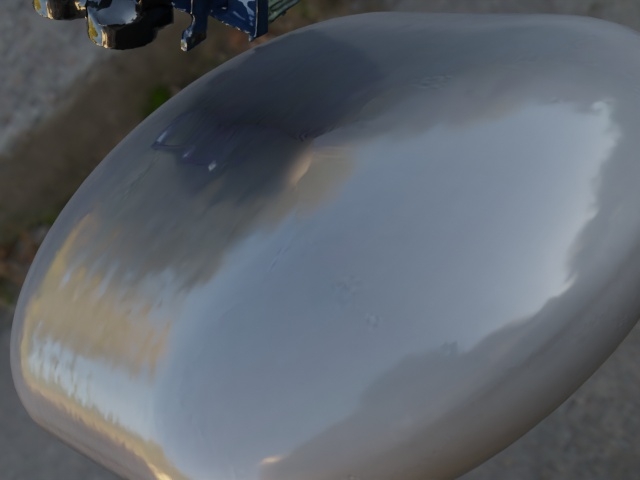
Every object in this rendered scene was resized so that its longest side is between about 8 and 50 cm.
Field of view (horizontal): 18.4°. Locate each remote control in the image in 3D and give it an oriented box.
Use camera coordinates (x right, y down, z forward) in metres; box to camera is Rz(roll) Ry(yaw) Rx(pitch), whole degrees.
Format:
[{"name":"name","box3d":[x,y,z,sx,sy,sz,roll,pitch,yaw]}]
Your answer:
[{"name":"remote control","box3d":[0.000,0.000,0.696,0.221,0.103,0.332,-43,24,-16]}]

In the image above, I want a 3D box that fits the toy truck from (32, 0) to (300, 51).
[{"name":"toy truck","box3d":[-0.094,-0.144,0.817,0.202,0.074,0.088,27,47,28]}]
